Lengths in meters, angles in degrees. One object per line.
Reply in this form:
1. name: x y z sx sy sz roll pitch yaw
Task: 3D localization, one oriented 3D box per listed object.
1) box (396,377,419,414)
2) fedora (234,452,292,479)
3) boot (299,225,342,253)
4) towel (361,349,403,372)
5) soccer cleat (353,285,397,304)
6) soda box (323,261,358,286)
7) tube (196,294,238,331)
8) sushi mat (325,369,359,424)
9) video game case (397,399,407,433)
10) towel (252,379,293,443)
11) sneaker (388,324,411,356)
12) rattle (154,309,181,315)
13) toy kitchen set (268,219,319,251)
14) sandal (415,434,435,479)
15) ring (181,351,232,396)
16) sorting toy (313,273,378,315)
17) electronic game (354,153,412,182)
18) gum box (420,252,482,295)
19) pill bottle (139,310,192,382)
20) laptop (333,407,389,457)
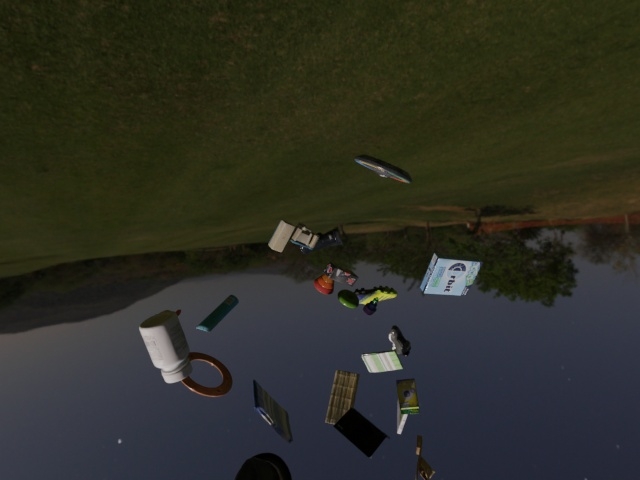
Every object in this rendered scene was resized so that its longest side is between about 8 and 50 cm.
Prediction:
1. box: 0.478 0.855 2.191 0.105 0.179 0.043 -10 145 11
2. fedora: -0.282 1.081 1.740 0.334 0.152 0.334 -13 -139 12
3. boot: 0.000 0.000 1.976 0.207 0.094 0.246 -16 178 5
4. towel: 0.264 0.514 1.706 0.152 0.113 0.023 -15 -152 22
5. soccer cleat: 0.354 0.368 2.604 0.289 0.121 0.093 -4 -162 4
6. soda box: 0.093 0.153 1.796 0.169 0.060 0.053 24 -166 -43
7. tube: -0.436 0.315 1.721 0.080 0.052 0.207 1 -149 33
8. sushi mat: 0.133 0.932 2.375 0.152 0.316 0.019 2 145 21
9. video game case: 0.498 1.013 2.428 0.026 0.206 0.227 10 -146 6
10. towel: -0.231 0.822 1.932 0.034 0.285 0.209 -35 -158 0
11. sneaker: 0.419 0.524 2.071 0.106 0.234 0.078 20 -126 36
12. rattle: -0.666 0.384 1.778 0.200 0.142 0.130 -18 -169 20
13. toy kitchen set: -0.132 -0.020 1.705 0.207 0.122 0.166 23 -170 -39
14. sandal: 0.432 0.932 1.647 0.079 0.088 0.240 4 -136 13
15. ring: -0.645 0.742 2.213 0.337 0.032 0.336 29 -168 -7
16. sorting toy: 0.150 0.260 2.117 0.366 0.126 0.127 29 -152 1
17. electronic game: 0.233 -0.264 1.493 0.229 0.048 0.229 22 -172 -3
18. gum box: 0.482 0.128 1.477 0.185 0.156 0.041 5 -151 -15
19. pill bottle: -0.543 0.382 1.429 0.131 0.229 0.131 -14 -166 4
20. laptop: 0.224 1.017 2.120 0.234 0.136 0.264 32 164 28
